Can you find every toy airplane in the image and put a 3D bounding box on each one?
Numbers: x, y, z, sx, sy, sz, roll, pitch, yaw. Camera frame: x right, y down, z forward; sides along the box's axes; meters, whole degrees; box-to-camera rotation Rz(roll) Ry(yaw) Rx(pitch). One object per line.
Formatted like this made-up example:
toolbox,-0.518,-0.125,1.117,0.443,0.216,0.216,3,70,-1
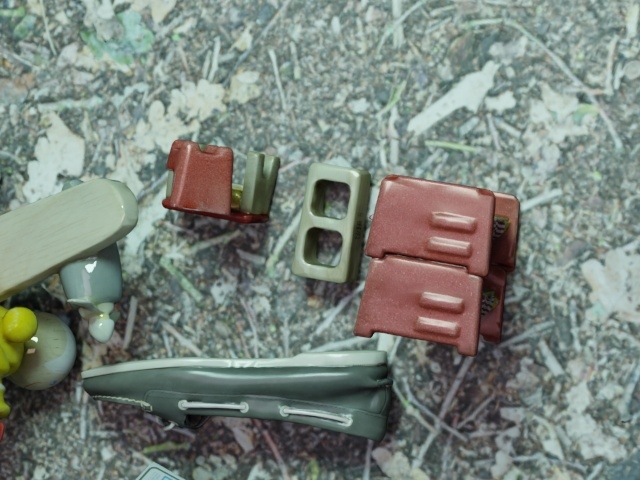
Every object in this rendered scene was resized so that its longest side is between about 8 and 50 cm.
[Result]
toy airplane,-0.373,0.061,1.579,0.386,0.272,0.384,30,88,51

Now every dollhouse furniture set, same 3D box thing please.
dollhouse furniture set,0.000,0.000,1.469,0.374,0.201,0.152,10,93,16

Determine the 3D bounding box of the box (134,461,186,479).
box,-0.085,0.370,1.515,0.290,0.087,0.169,27,130,14

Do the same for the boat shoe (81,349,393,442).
boat shoe,-0.091,0.167,1.543,0.335,0.112,0.095,-4,84,13
